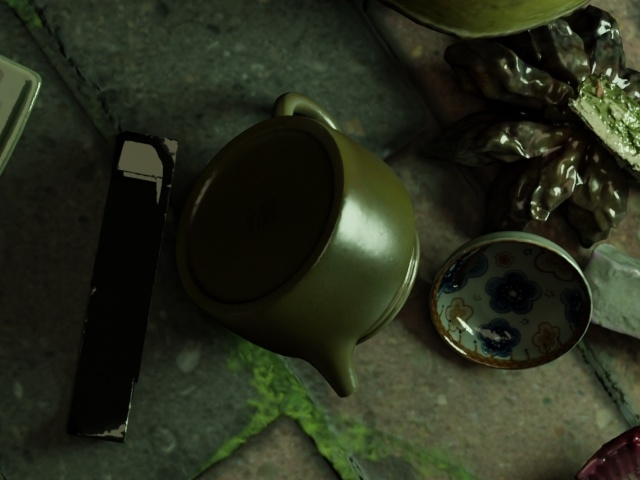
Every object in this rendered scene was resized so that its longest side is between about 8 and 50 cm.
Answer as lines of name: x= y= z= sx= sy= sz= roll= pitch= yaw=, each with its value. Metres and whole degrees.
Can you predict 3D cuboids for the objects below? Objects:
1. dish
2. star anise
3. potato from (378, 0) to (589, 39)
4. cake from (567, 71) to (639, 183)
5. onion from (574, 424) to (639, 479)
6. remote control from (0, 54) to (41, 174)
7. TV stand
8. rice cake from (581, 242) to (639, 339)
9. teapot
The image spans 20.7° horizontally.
dish: x=0.168 y=0.037 z=1.550 sx=0.141 sy=0.078 sz=0.141 roll=3 pitch=124 yaw=5
star anise: x=0.213 y=-0.105 z=1.551 sx=0.236 sy=0.109 sz=0.223 roll=3 pitch=91 yaw=-18
potato: x=0.193 y=-0.411 z=1.416 sx=0.442 sy=0.319 sz=0.385 roll=-40 pitch=94 yaw=-28
cake: x=0.272 y=-0.087 z=1.500 sx=0.140 sy=0.055 sz=0.051 roll=41 pitch=83 yaw=-28
onion: x=0.318 y=0.277 z=1.540 sx=0.230 sy=0.163 sz=0.230 roll=-6 pitch=73 yaw=21
remote control: x=-0.374 y=-0.141 z=1.410 sx=0.285 sy=0.038 sz=0.123 roll=28 pitch=81 yaw=-14
TV stand: x=-0.165 y=0.038 z=1.463 sx=0.049 sy=0.040 sz=0.256 roll=11 pitch=85 yaw=-16
rice cake: x=0.403 y=0.109 z=1.614 sx=0.399 sy=0.064 sz=0.070 roll=26 pitch=109 yaw=-14
teapot: x=0.000 y=0.000 z=1.457 sx=0.175 sy=0.186 sz=0.267 roll=34 pitch=45 yaw=-45
